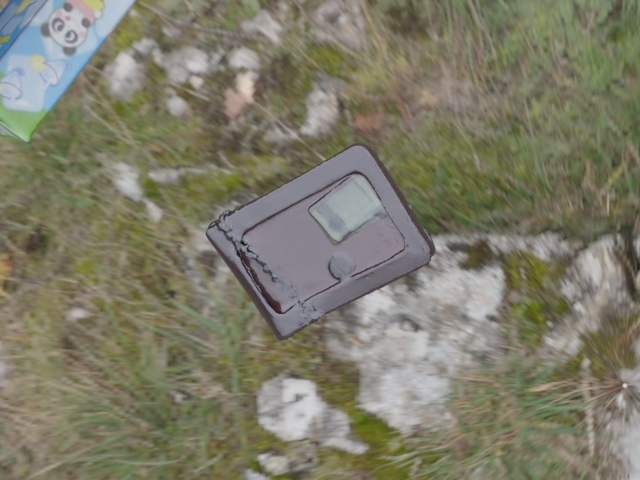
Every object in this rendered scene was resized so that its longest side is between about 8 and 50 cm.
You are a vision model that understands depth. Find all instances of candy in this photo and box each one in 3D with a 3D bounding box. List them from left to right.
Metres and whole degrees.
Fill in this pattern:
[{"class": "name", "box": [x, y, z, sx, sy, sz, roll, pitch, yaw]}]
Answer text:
[{"class": "candy", "box": [-0.203, -0.170, 1.280, 0.062, 0.097, 0.194, 41, 78, -26]}]

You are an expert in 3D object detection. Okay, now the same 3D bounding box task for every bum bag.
[{"class": "bum bag", "box": [0.000, 0.000, 1.237, 0.159, 0.026, 0.109, -28, 101, 29]}]
